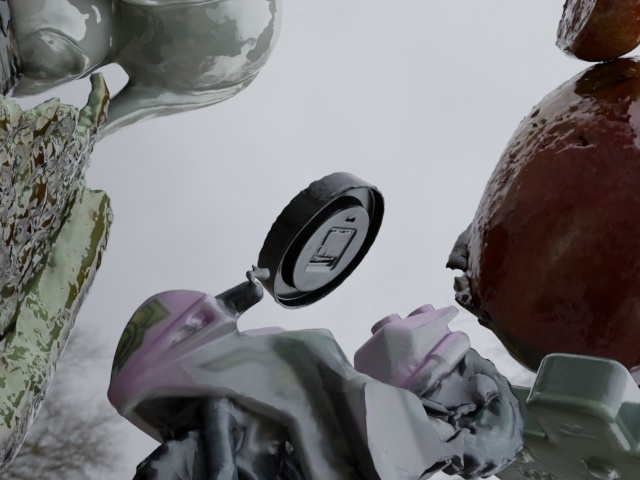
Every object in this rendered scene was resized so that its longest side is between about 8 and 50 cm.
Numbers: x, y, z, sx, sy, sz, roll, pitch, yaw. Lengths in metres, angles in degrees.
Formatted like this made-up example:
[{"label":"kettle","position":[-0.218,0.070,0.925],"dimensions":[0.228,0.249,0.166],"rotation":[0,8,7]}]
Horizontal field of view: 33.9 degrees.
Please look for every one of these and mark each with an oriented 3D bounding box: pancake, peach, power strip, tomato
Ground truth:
[{"label":"pancake","position":[-0.209,0.028,0.719],"dimensions":[0.427,0.067,0.304],"rotation":[-58,164,-84]},{"label":"peach","position":[0.345,-0.013,1.227],"dimensions":[0.339,0.416,0.353],"rotation":[26,-16,16]},{"label":"power strip","position":[0.228,0.158,0.827],"dimensions":[0.265,0.059,0.193],"rotation":[4,-33,39]},{"label":"tomato","position":[0.355,-0.315,1.205],"dimensions":[0.237,0.095,0.236],"rotation":[-164,-90,-88]}]

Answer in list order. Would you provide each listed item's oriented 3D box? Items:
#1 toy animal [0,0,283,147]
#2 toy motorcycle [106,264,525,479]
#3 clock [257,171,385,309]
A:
[{"label":"toy animal","position":[-0.176,-0.206,0.926],"dimensions":[0.174,0.289,0.249],"rotation":[59,-10,35]},{"label":"toy motorcycle","position":[-0.002,0.100,0.663],"dimensions":[0.143,0.327,0.188],"rotation":[-47,-113,40]},{"label":"clock","position":[0.000,0.000,1.261],"dimensions":[0.040,0.185,0.184],"rotation":[40,-42,27]}]
